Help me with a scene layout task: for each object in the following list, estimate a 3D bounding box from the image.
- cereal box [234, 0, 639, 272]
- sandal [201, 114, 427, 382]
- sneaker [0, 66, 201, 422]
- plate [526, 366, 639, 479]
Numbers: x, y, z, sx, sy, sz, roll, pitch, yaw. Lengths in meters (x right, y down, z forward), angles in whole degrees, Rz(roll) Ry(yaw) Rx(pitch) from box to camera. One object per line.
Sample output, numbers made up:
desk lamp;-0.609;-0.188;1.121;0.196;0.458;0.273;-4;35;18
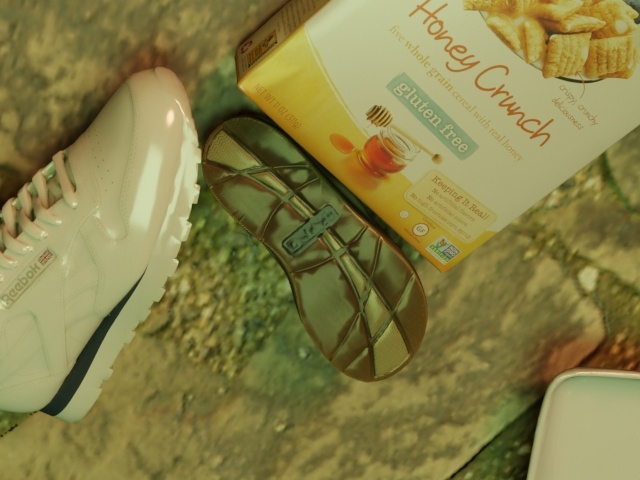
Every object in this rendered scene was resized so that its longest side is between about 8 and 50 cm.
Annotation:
cereal box;0.099;-0.111;0.719;0.240;0.047;0.173;-39;118;20
sandal;0.000;0.000;0.790;0.072;0.049;0.180;-35;105;11
sneaker;-0.139;0.006;0.745;0.094;0.090;0.235;15;121;-25
plate;0.259;0.190;0.937;0.277;0.045;0.278;2;123;-8
